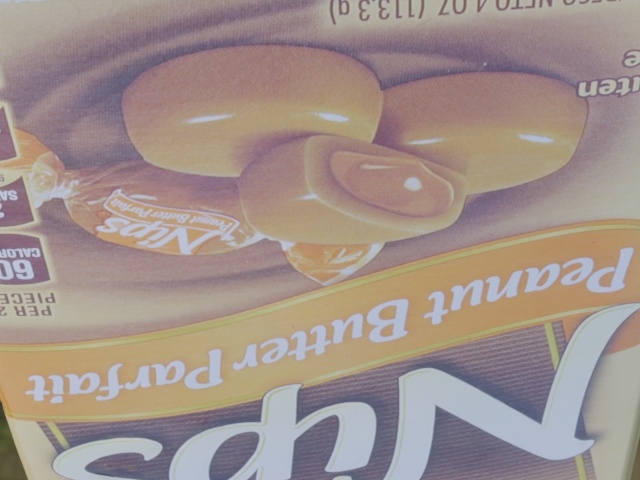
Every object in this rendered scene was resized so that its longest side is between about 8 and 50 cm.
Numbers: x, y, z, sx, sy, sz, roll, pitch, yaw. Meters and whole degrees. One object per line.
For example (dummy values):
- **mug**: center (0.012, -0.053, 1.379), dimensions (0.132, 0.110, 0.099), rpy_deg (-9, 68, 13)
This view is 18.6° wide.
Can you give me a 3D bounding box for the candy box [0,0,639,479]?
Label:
- **candy box**: center (0.000, 0.000, 0.541), dimensions (0.182, 0.088, 0.316), rpy_deg (-4, 145, 0)
